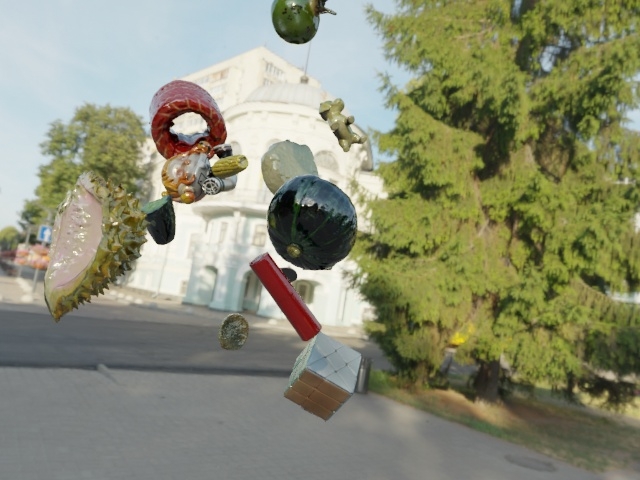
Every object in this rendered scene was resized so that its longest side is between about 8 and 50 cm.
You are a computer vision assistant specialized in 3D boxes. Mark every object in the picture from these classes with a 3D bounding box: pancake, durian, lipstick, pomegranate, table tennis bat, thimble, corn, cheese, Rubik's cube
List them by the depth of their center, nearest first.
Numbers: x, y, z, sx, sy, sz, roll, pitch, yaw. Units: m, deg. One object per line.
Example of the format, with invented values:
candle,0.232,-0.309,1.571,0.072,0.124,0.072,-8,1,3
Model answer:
durian,-0.423,0.009,0.940,0.185,0.305,0.195,22,-20,-25
lipstick,-0.097,0.160,1.397,0.280,0.073,0.073,56,-24,-14
corn,-0.301,-0.244,1.639,0.067,0.067,0.206,14,-10,-35
pomegranate,-0.056,-0.754,1.646,0.224,0.182,0.181,-7,-14,29
pancake,-0.347,0.367,1.978,0.025,0.152,0.151,2,-10,42
Rubik's cube,0.011,0.565,2.067,0.221,0.225,0.231,31,35,-4
thimble,-0.609,-0.528,2.255,0.350,0.350,0.230,13,31,-31
table tennis bat,-0.173,0.187,2.273,0.154,0.021,0.274,-15,-29,3
cheese,-0.143,-0.344,2.406,0.115,0.326,0.318,-19,-52,41

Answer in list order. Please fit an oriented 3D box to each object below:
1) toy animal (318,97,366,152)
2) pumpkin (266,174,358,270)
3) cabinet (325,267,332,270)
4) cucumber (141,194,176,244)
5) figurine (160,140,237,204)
toy animal,0.086,-0.472,2.029,0.233,0.121,0.168,57,-3,-22
pumpkin,-0.036,-0.041,1.556,0.315,0.238,0.315,16,-45,17
cabinet,0.000,0.000,2.016,0.150,0.206,0.145,1,41,-28
cucumber,-0.568,-0.066,1.734,0.115,0.086,0.193,2,-44,-2
figurine,-0.506,-0.256,2.012,0.323,0.320,0.196,-4,-37,19
